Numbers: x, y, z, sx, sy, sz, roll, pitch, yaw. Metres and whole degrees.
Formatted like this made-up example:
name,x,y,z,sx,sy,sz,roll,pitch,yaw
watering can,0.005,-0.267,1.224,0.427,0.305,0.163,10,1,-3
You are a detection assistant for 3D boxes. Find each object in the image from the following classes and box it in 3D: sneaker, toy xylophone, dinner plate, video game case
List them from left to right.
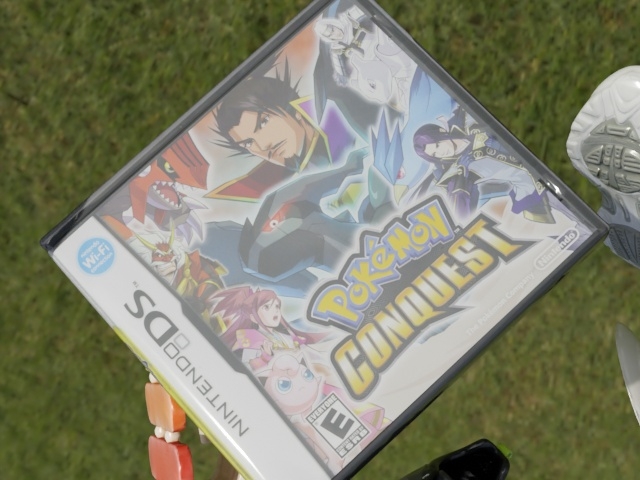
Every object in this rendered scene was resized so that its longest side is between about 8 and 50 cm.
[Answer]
name,x,y,z,sx,sy,sz,roll,pitch,yaw
toy xylophone,-0.131,0.105,1.179,0.081,0.323,0.236,-6,169,-15
video game case,0.000,0.000,0.836,0.248,0.275,0.035,46,174,15
sneaker,0.070,0.218,1.032,0.084,0.234,0.097,42,131,20
dinner plate,0.306,0.141,1.207,0.017,0.141,0.141,-19,131,21
sneaker,0.260,-0.073,1.007,0.090,0.115,0.232,27,160,28
